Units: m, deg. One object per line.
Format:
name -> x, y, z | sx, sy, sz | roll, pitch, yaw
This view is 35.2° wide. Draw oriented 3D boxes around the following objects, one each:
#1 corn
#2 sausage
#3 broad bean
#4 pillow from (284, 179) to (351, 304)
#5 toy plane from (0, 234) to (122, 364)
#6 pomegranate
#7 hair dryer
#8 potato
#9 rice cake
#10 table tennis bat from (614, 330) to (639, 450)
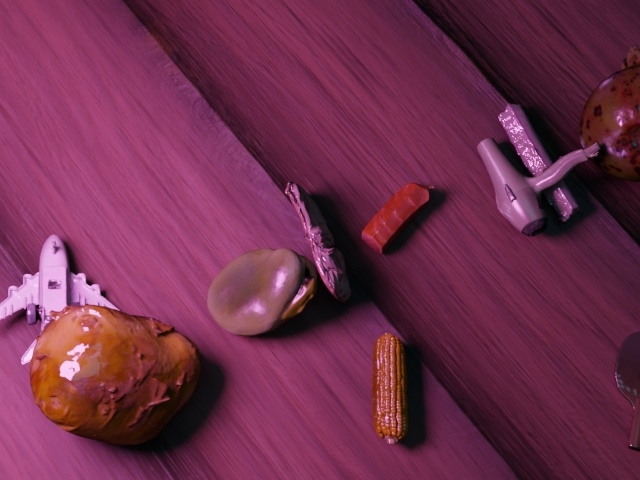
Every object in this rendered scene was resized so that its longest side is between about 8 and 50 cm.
corn -> 0.127, 0.274, 1.865 | 0.068, 0.068, 0.207 | 0, 69, -3
sausage -> 0.153, -0.054, 1.983 | 0.065, 0.065, 0.169 | 40, 73, 11
broad bean -> -0.107, 0.096, 1.879 | 0.228, 0.100, 0.169 | -5, 68, 33
pillow -> 0.000, 0.000, 1.920 | 0.049, 0.135, 0.248 | -27, 72, 9
toy plane -> -0.493, 0.104, 1.878 | 0.251, 0.101, 0.255 | 0, 70, -14
pomegranate -> 0.627, -0.253, 2.016 | 0.242, 0.242, 0.306 | -1, 30, -3
hair dryer -> 0.407, -0.150, 1.995 | 0.219, 0.088, 0.225 | 42, 105, 30
potato -> -0.357, 0.243, 1.749 | 0.299, 0.196, 0.246 | 14, 93, -11
rice cake -> 0.443, -0.159, 2.039 | 0.055, 0.049, 0.270 | -3, 61, -51
table tennis bat -> 0.615, 0.282, 1.911 | 0.131, 0.022, 0.234 | 18, 68, 3
